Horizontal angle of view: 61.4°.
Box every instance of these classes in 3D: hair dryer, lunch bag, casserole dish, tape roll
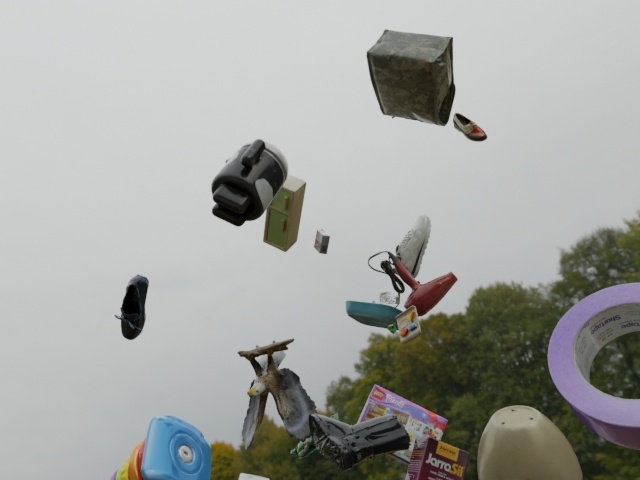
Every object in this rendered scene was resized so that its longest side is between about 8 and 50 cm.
[{"bbox_3d":[0.293,0.136,1.742,0.294,0.223,0.080,0,-13,14],"label":"hair dryer"},{"bbox_3d":[0.301,-0.510,1.744,0.235,0.169,0.287,19,-32,28],"label":"lunch bag"},{"bbox_3d":[0.143,0.192,1.369,0.189,0.036,0.114,0,-26,43],"label":"casserole dish"},{"bbox_3d":[0.542,0.207,0.919,0.275,0.274,0.090,-25,-55,25],"label":"tape roll"}]

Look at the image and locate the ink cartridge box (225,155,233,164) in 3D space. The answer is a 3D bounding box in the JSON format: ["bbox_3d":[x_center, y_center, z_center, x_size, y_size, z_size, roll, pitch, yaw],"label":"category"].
[{"bbox_3d":[-0.272,-0.217,1.997,0.087,0.153,0.208,21,-52,22],"label":"ink cartridge box"}]

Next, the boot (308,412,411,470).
[{"bbox_3d":[0.102,0.522,1.461,0.207,0.094,0.246,-8,8,-25],"label":"boot"}]

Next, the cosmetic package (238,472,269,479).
[{"bbox_3d":[-0.226,0.892,1.481,0.098,0.377,0.284,11,-51,4],"label":"cosmetic package"}]

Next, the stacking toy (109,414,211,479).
[{"bbox_3d":[-0.394,0.535,1.179,0.302,0.165,0.175,-38,-60,17],"label":"stacking toy"}]

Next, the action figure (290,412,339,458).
[{"bbox_3d":[-0.026,0.750,2.026,0.232,0.137,0.063,-42,-77,17],"label":"action figure"}]

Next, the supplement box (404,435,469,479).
[{"bbox_3d":[0.246,0.542,1.188,0.104,0.188,0.081,23,-24,-3],"label":"supplement box"}]

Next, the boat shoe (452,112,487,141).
[{"bbox_3d":[0.443,-0.337,1.605,0.049,0.137,0.043,-26,-46,-13],"label":"boat shoe"}]

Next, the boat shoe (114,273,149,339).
[{"bbox_3d":[-0.677,0.242,1.906,0.109,0.089,0.258,11,-70,5],"label":"boat shoe"}]

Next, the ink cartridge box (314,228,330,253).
[{"bbox_3d":[0.000,0.000,1.774,0.029,0.062,0.115,7,12,-16],"label":"ink cartridge box"}]

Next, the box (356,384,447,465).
[{"bbox_3d":[0.287,0.679,1.951,0.294,0.200,0.057,24,-30,11],"label":"box"}]

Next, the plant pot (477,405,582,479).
[{"bbox_3d":[0.579,0.592,1.551,0.284,0.190,0.284,-15,6,2],"label":"plant pot"}]

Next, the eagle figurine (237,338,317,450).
[{"bbox_3d":[-0.158,0.472,1.670,0.225,0.298,0.226,-13,-5,-33],"label":"eagle figurine"}]

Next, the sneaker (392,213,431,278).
[{"bbox_3d":[0.316,0.014,1.876,0.095,0.234,0.090,17,-8,0],"label":"sneaker"}]

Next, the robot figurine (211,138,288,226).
[{"bbox_3d":[-0.207,-0.169,1.556,0.209,0.278,0.173,-16,-57,43],"label":"robot figurine"}]

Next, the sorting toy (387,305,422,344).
[{"bbox_3d":[0.166,0.175,1.080,0.012,0.062,0.083,15,-41,-33],"label":"sorting toy"}]

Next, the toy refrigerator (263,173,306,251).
[{"bbox_3d":[-0.132,-0.097,1.915,0.102,0.094,0.269,25,-50,16],"label":"toy refrigerator"}]
